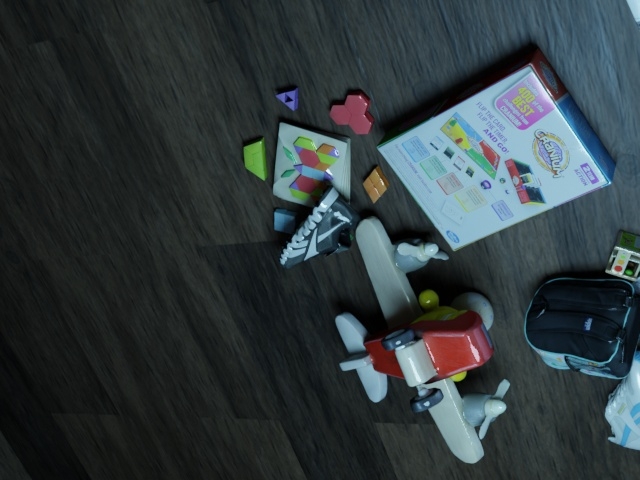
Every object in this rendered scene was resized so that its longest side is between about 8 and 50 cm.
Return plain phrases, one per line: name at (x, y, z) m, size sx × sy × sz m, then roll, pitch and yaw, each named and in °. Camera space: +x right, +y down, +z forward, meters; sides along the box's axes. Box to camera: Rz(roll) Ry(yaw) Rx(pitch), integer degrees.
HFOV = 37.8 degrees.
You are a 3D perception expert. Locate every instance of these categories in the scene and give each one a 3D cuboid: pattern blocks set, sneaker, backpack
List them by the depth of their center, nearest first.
backpack at (0.459, 0.152, 1.627) m, size 0.188 × 0.165 × 0.144 m, roll 7°, pitch 157°, yaw 36°
sneaker at (0.577, 0.301, 1.732) m, size 0.092 × 0.087 × 0.228 m, roll 5°, pitch 124°, yaw 26°
pattern blocks set at (-0.013, -0.134, 1.742) m, size 0.286 × 0.026 × 0.324 m, roll 6°, pitch 127°, yaw 23°
sneaker at (0.000, 0.000, 1.770) m, size 0.106 × 0.078 × 0.234 m, roll 36°, pitch 134°, yaw -2°

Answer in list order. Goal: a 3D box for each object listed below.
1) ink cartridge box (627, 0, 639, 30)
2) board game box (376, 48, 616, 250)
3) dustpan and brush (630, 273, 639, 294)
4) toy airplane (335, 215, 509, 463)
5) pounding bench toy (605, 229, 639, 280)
ink cartridge box at (0.494, -0.319, 1.216) m, size 0.129 × 0.223 × 0.307 m, roll -16°, pitch 115°, yaw 35°
board game box at (0.288, -0.141, 1.559) m, size 0.317 × 0.064 × 0.242 m, roll -25°, pitch 110°, yaw 38°
dustpan and brush at (0.621, 0.061, 1.545) m, size 0.147 × 0.060 × 0.211 m, roll 28°, pitch 132°, yaw 5°
toy airplane at (0.198, 0.185, 1.752) m, size 0.384 × 0.272 × 0.386 m, roll 48°, pitch 156°, yaw 40°
pounding bench toy at (0.532, 0.033, 1.575) m, size 0.083 × 0.052 × 0.065 m, roll 18°, pitch 130°, yaw 13°
